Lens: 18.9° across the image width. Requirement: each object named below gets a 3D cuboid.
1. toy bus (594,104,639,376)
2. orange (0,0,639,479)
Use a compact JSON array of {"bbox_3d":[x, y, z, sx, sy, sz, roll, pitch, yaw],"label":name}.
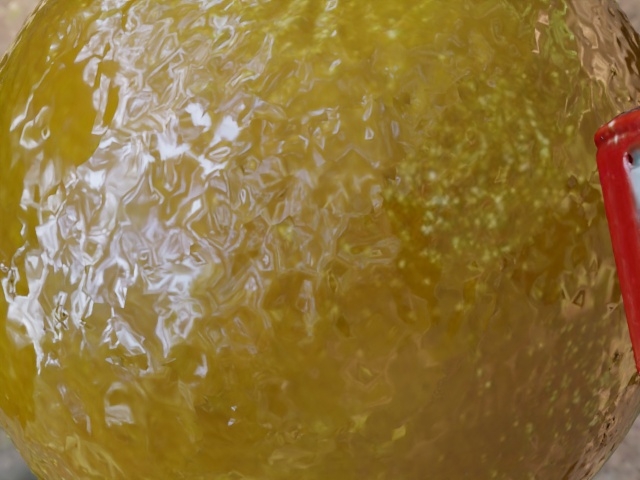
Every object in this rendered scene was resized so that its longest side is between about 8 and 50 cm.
[{"bbox_3d":[0.123,0.056,0.410,0.089,0.081,0.195,-8,96,58],"label":"toy bus"},{"bbox_3d":[0.000,0.000,0.694,0.274,0.274,0.274,-24,46,28],"label":"orange"}]
